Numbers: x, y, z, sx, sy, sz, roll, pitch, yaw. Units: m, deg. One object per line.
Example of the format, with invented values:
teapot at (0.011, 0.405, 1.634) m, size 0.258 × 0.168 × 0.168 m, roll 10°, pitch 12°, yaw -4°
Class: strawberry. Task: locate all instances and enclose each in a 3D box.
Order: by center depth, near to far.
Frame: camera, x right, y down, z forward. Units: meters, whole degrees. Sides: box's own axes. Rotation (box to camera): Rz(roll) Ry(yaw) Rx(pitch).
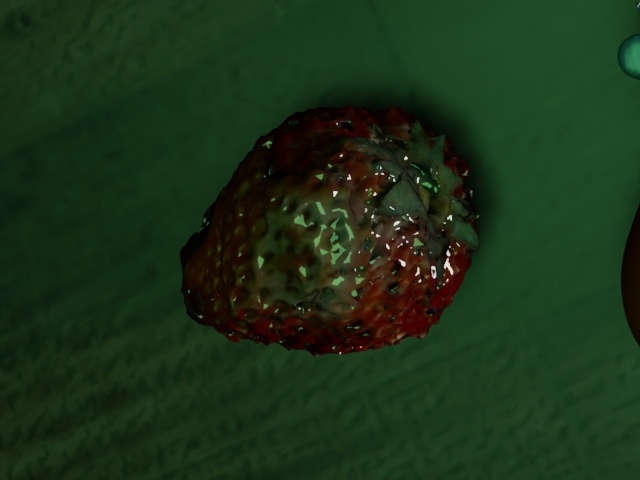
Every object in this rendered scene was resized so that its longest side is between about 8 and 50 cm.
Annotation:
strawberry at (0.000, 0.000, 0.629) m, size 0.096 × 0.083 × 0.083 m, roll -13°, pitch 99°, yaw 23°

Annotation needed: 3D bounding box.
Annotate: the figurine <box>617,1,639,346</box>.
figurine at (0.125, -0.019, 0.598) m, size 0.068 × 0.075 × 0.140 m, roll 0°, pitch 100°, yaw 12°
